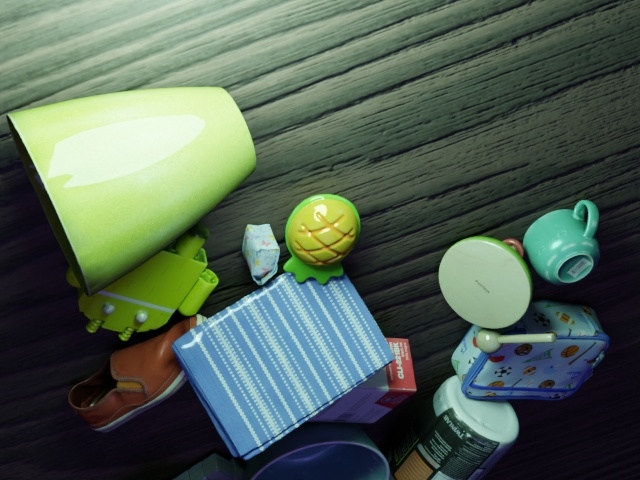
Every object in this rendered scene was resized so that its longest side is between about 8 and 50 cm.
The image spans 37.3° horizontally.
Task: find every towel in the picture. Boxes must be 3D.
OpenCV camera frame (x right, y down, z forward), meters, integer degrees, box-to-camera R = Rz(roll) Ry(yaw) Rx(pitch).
[{"bbox_3d":[-0.063,0.198,1.662,0.336,0.243,0.040,-31,180,-15],"label":"towel"}]

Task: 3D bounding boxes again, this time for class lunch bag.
[{"bbox_3d":[-0.103,0.024,1.627,0.053,0.071,0.083,-1,129,-22],"label":"lunch bag"},{"bbox_3d":[0.439,0.241,1.977,0.304,0.115,0.243,7,131,-22],"label":"lunch bag"}]

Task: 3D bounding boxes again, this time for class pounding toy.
[{"bbox_3d":[0.340,0.085,1.792,0.183,0.110,0.236,-19,102,40],"label":"pounding toy"}]

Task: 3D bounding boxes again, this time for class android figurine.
[{"bbox_3d":[-0.306,0.066,1.613,0.248,0.056,0.273,21,120,-32],"label":"android figurine"}]

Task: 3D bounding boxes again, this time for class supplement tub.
[{"bbox_3d":[0.270,0.458,2.062,0.194,0.193,0.316,14,126,-29],"label":"supplement tub"}]

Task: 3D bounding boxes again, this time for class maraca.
[{"bbox_3d":[0.000,0.000,1.616,0.127,0.099,0.185,7,125,-9],"label":"maraca"}]

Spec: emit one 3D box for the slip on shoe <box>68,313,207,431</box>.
[{"bbox_3d":[-0.330,0.236,1.719,0.331,0.123,0.101,-35,127,22],"label":"slip on shoe"}]

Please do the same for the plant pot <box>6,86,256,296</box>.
[{"bbox_3d":[-0.252,-0.103,1.359,0.294,0.275,0.274,-24,136,-17],"label":"plant pot"}]

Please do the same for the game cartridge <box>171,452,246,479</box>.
[{"bbox_3d":[-0.206,0.607,2.137,0.230,0.068,0.355,-37,132,11],"label":"game cartridge"}]

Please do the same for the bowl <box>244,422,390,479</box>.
[{"bbox_3d":[-0.027,0.455,1.982,0.312,0.163,0.311,-10,133,-11],"label":"bowl"}]

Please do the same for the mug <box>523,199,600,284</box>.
[{"bbox_3d":[0.459,0.011,1.781,0.130,0.097,0.157,-14,134,-6],"label":"mug"}]

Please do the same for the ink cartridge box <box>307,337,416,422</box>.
[{"bbox_3d":[0.014,0.267,1.820,0.273,0.114,0.197,5,150,-23],"label":"ink cartridge box"}]
